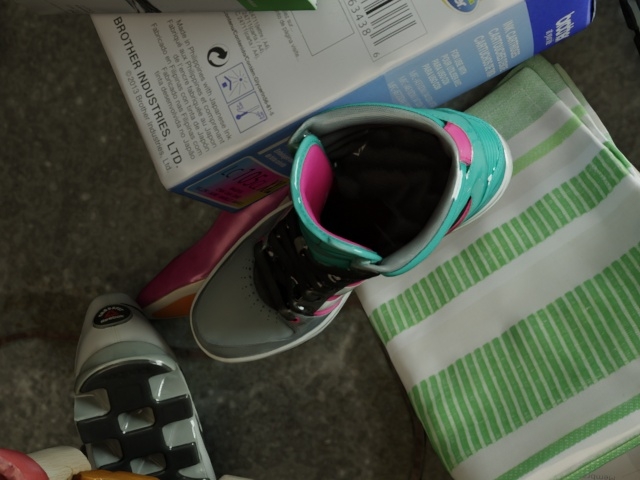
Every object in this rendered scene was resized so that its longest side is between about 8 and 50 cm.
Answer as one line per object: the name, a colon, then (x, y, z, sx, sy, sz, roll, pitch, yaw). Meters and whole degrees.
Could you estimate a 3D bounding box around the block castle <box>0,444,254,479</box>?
block castle: (-0.057, 0.314, 0.582, 0.453, 0.213, 0.303, 8, 85, 6)

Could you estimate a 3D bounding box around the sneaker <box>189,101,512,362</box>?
sneaker: (0.000, 0.000, 0.641, 0.295, 0.178, 0.124, -36, 76, 13)

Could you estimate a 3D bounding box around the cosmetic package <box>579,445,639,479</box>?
cosmetic package: (0.272, 0.158, 0.741, 0.224, 0.138, 0.225, 4, 99, 7)

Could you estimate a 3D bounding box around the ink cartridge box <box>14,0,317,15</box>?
ink cartridge box: (-0.112, -0.240, 0.586, 0.219, 0.092, 0.160, 2, 87, 15)

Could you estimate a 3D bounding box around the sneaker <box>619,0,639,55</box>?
sneaker: (0.355, -0.099, 0.688, 0.147, 0.130, 0.330, -21, 97, 14)

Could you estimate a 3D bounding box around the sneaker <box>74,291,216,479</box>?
sneaker: (-0.164, 0.193, 0.832, 0.122, 0.146, 0.330, -8, 124, -16)

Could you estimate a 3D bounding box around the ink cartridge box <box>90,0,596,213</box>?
ink cartridge box: (0.026, -0.228, 0.671, 0.395, 0.151, 0.270, -27, 81, 14)

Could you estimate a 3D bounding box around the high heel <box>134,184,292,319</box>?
high heel: (-0.082, -0.019, 0.803, 0.244, 0.082, 0.117, -31, 65, 25)

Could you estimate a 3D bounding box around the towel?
towel: (0.148, 0.021, 0.674, 0.248, 0.325, 0.038, -36, 138, 13)
